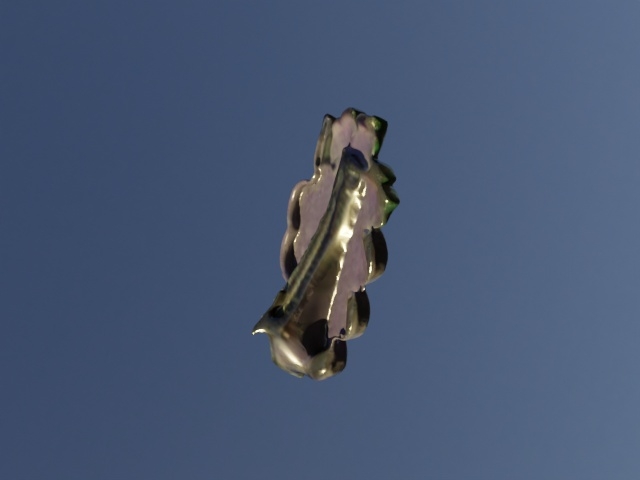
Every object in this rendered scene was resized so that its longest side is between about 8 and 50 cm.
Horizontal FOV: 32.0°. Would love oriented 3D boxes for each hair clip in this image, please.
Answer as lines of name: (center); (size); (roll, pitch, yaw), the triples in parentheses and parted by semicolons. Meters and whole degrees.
hair clip: (-0.001, 0.000, 0.750); (0.052, 0.124, 0.195); (3, -64, -35)
